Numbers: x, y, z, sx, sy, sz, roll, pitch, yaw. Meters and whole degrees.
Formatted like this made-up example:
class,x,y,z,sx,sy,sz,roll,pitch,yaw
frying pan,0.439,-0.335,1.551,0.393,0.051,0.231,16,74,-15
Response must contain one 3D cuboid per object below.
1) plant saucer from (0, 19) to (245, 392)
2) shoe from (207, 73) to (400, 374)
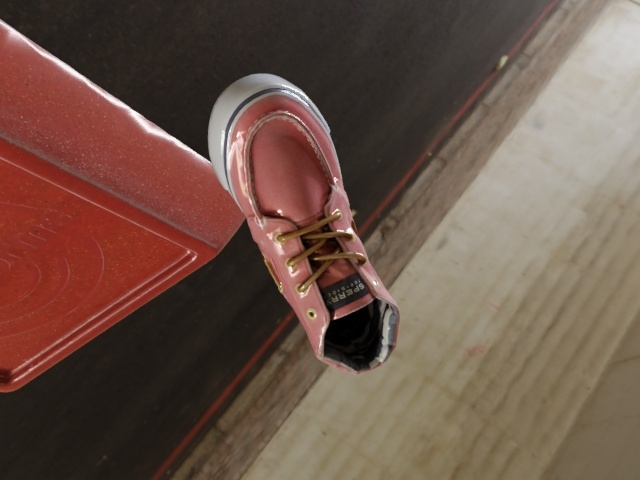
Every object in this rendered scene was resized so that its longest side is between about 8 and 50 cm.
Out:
class,x,y,z,sx,sy,sz,roll,pitch,yaw
plant saucer,-0.202,0.010,0.390,0.259,0.047,0.259,-33,147,16
shoe,0.000,0.000,0.353,0.064,0.081,0.178,-29,139,-10
